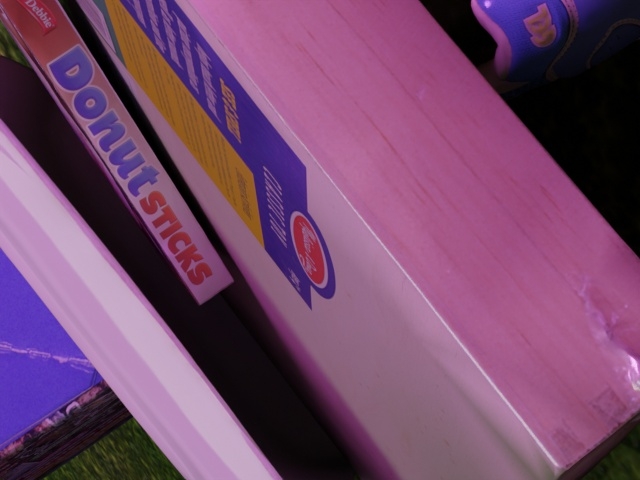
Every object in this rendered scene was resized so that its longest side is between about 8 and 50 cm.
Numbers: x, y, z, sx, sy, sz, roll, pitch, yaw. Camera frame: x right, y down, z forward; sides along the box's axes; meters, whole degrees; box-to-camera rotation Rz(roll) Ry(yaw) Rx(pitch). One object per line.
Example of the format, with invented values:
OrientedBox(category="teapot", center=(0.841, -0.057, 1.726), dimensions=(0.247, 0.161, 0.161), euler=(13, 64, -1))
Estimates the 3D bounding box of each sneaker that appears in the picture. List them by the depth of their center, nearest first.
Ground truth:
OrientedBox(category="sneaker", center=(0.034, -0.088, 0.493), dimensions=(0.211, 0.081, 0.080), euler=(7, 126, 61))

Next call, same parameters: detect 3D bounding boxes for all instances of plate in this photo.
OrientedBox(category="plate", center=(-0.084, 0.030, 0.718), dimensions=(0.277, 0.045, 0.278), euler=(52, -178, 1))

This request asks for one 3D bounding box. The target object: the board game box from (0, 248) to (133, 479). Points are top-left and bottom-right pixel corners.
OrientedBox(category="board game box", center=(-0.212, 0.026, 0.882), dimensions=(0.232, 0.141, 0.291), euler=(55, 178, 6))

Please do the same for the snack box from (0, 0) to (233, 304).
OrientedBox(category="snack box", center=(-0.093, -0.053, 0.602), dimensions=(0.178, 0.022, 0.064), euler=(60, 171, -34))

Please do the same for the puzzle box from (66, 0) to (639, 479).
OrientedBox(category="puzzle box", center=(0.000, 0.000, 0.566), dimensions=(0.272, 0.052, 0.409), euler=(52, 170, 14))
